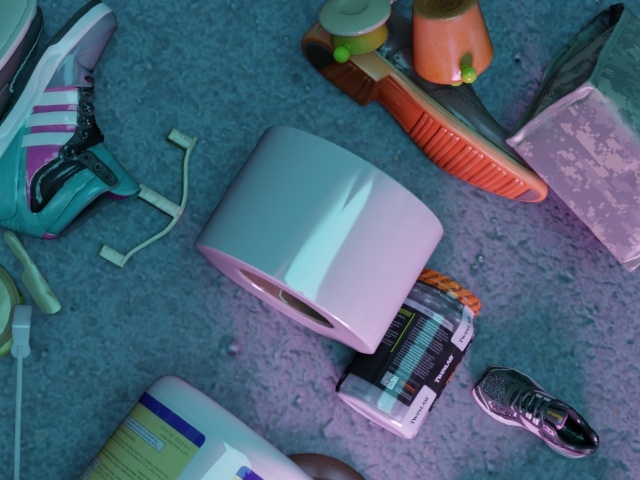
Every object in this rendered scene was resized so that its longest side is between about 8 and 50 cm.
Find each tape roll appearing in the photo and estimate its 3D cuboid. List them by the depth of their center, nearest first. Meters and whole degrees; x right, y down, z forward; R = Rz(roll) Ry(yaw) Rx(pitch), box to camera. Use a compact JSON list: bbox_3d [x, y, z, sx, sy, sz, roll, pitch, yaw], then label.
[{"bbox_3d":[0.000,0.000,1.538,0.246,0.246,0.169,33,80,-7],"label":"tape roll"}]

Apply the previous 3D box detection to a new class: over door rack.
[{"bbox_3d":[-0.450,0.237,1.477,0.239,0.108,0.324,2,95,-12],"label":"over door rack"}]

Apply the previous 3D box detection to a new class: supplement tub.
[{"bbox_3d":[-0.183,0.345,1.475,0.241,0.241,0.331,39,80,-6],"label":"supplement tub"},{"bbox_3d":[0.112,0.136,1.615,0.117,0.117,0.190,34,81,-7],"label":"supplement tub"}]

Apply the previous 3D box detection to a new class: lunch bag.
[{"bbox_3d":[0.392,-0.146,1.658,0.235,0.169,0.287,46,42,-8],"label":"lunch bag"}]

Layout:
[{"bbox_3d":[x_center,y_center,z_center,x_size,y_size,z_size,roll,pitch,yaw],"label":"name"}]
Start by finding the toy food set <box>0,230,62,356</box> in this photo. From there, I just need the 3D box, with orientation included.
[{"bbox_3d":[-0.414,0.084,1.559,0.192,0.038,0.132,-31,85,-7],"label":"toy food set"}]

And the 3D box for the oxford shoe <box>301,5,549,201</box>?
[{"bbox_3d":[0.157,-0.187,1.648,0.363,0.130,0.133,38,73,-6],"label":"oxford shoe"}]

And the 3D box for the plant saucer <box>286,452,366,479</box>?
[{"bbox_3d":[-0.014,0.362,1.612,0.198,0.036,0.199,1,86,-12],"label":"plant saucer"}]

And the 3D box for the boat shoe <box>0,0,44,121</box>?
[{"bbox_3d":[-0.427,-0.154,1.542,0.116,0.097,0.324,24,74,33],"label":"boat shoe"}]

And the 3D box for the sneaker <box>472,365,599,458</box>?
[{"bbox_3d":[0.281,0.215,1.662,0.178,0.077,0.072,28,79,-7],"label":"sneaker"}]

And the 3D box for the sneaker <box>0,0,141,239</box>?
[{"bbox_3d":[-0.278,-0.122,1.552,0.178,0.124,0.295,32,87,-3],"label":"sneaker"}]

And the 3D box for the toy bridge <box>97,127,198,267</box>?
[{"bbox_3d":[-0.199,-0.048,1.613,0.063,0.026,0.188,31,80,-10],"label":"toy bridge"}]

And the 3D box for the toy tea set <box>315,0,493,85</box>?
[{"bbox_3d":[0.136,-0.303,1.607,0.200,0.124,0.336,8,49,22],"label":"toy tea set"}]
